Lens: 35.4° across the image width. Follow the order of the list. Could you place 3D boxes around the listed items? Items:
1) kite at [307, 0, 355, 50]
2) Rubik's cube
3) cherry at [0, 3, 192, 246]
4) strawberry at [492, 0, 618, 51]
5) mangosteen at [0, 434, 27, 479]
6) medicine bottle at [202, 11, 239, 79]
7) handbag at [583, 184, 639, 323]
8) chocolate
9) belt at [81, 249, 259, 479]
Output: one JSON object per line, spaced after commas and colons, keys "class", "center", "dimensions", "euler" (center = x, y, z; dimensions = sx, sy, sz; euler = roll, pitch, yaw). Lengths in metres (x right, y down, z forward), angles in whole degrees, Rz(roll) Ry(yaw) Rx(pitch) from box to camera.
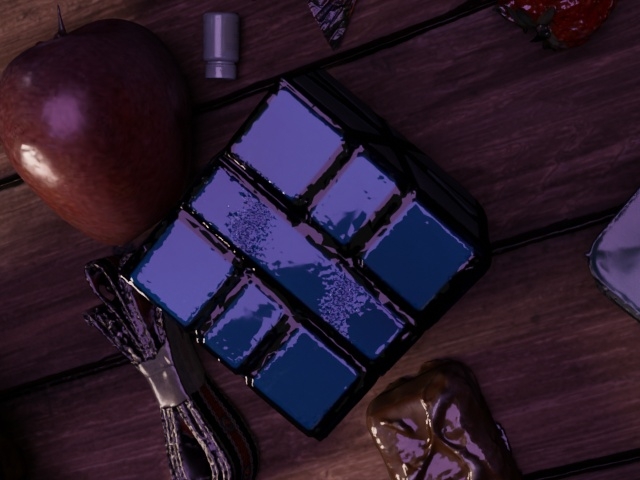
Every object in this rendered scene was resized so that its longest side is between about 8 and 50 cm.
{"class": "kite", "center": [-0.010, -0.352, 1.253], "dimensions": [0.189, 0.009, 0.232], "euler": [-24, 87, 17]}
{"class": "Rubik's cube", "center": [0.000, 0.000, 1.119], "dimensions": [0.288, 0.293, 0.283], "euler": [40, 106, -3]}
{"class": "cherry", "center": [-0.265, -0.135, 1.216], "dimensions": [0.221, 0.261, 0.307], "euler": [-6, 110, 16]}
{"class": "strawberry", "center": [0.275, -0.291, 1.123], "dimensions": [0.131, 0.131, 0.148], "euler": [43, 112, 8]}
{"class": "mangosteen", "center": [-0.591, 0.340, 1.309], "dimensions": [0.381, 0.421, 0.381], "euler": [-23, 60, 46]}
{"class": "medicine bottle", "center": [-0.126, -0.247, 1.274], "dimensions": [0.047, 0.047, 0.083], "euler": [3, 96, 15]}
{"class": "handbag", "center": [0.472, 0.007, 1.110], "dimensions": [0.268, 0.100, 0.274], "euler": [38, 102, 13]}
{"class": "chocolate", "center": [0.150, 0.261, 1.218], "dimensions": [0.148, 0.093, 0.214], "euler": [-29, 87, 14]}
{"class": "belt", "center": [-0.189, 0.174, 1.303], "dimensions": [0.126, 0.094, 0.359], "euler": [-28, 88, 14]}
